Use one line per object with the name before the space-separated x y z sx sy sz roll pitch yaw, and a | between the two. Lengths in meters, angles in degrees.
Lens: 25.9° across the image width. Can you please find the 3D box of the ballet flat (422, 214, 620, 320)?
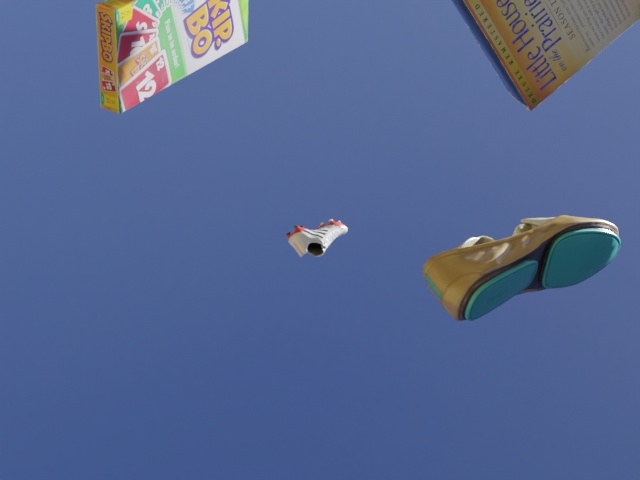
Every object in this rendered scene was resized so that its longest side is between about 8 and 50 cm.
ballet flat | 0.191 0.011 1.318 0.232 0.080 0.073 -16 -136 -39

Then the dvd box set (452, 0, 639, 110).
dvd box set | 0.360 -0.408 1.818 0.420 0.307 0.062 -41 -139 1

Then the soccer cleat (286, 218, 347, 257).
soccer cleat | 0.000 0.000 1.461 0.029 0.083 0.036 -44 -114 36

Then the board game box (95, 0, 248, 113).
board game box | -0.155 -0.247 1.570 0.039 0.124 0.259 20 -143 24
